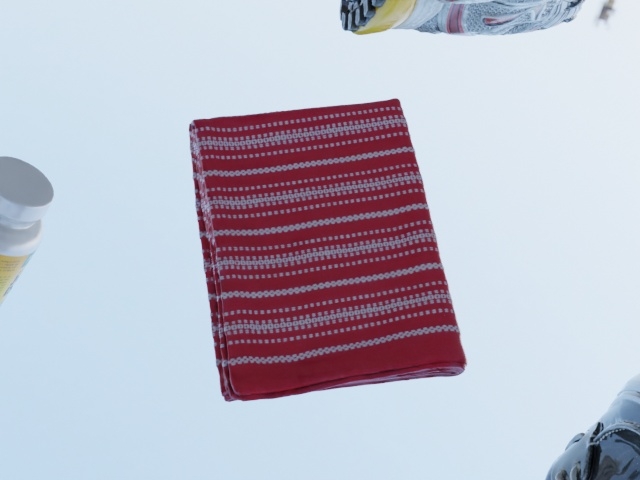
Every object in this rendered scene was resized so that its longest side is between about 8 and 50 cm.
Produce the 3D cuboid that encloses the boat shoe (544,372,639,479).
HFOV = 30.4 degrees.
[{"bbox_3d":[0.258,0.210,0.995,0.119,0.335,0.121,-32,-113,-11],"label":"boat shoe"}]

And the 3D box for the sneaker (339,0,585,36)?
[{"bbox_3d":[0.079,-0.131,0.476,0.092,0.088,0.225,3,-177,-15],"label":"sneaker"}]

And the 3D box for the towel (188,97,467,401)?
[{"bbox_3d":[0.000,0.000,0.978,0.198,0.031,0.275,-6,-120,-8],"label":"towel"}]

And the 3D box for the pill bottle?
[{"bbox_3d":[-0.407,0.001,1.425,0.117,0.208,0.118,28,-150,-18],"label":"pill bottle"}]
